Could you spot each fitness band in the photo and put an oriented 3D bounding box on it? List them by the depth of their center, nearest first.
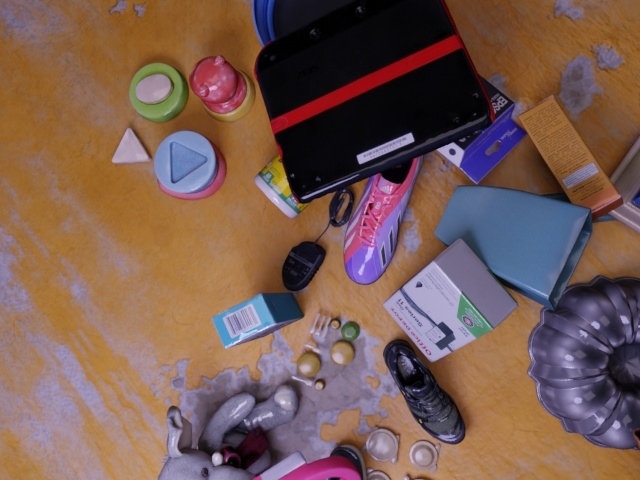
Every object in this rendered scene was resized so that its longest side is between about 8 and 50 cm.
[{"bbox_3d":[-0.062,0.467,0.951,0.291,0.208,0.054,-29,40,-12],"label":"fitness band"}]

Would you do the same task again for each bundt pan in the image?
[{"bbox_3d":[0.553,0.225,1.006,0.331,0.124,0.330,-1,86,9],"label":"bundt pan"}]

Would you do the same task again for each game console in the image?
[{"bbox_3d":[0.079,-0.283,1.036,0.387,0.060,0.341,-22,75,14],"label":"game console"}]

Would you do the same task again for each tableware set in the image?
[{"bbox_3d":[0.157,0.450,1.100,0.169,0.020,0.140,11,85,11],"label":"tableware set"},{"bbox_3d":[0.014,0.230,1.140,0.104,0.024,0.154,21,88,7],"label":"tableware set"}]

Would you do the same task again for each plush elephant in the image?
[{"bbox_3d":[-0.184,0.430,1.033,0.331,0.255,0.271,-7,84,8],"label":"plush elephant"}]

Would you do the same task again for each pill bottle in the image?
[{"bbox_3d":[-0.022,-0.154,1.127,0.208,0.117,0.117,-44,81,3],"label":"pill bottle"}]

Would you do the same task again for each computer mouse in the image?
[{"bbox_3d":[0.000,0.000,1.156,0.071,0.041,0.242,32,86,29],"label":"computer mouse"}]

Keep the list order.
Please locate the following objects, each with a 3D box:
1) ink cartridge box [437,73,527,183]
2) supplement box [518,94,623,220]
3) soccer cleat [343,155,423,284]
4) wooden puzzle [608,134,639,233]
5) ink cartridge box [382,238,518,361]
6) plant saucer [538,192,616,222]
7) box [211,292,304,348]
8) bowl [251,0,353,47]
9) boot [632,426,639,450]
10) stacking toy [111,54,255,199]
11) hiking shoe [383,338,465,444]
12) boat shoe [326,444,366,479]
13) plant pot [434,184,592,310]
[{"bbox_3d":[0.282,-0.235,1.075,0.208,0.045,0.206,43,58,9],"label":"ink cartridge box"},{"bbox_3d":[0.463,-0.152,1.042,0.080,0.078,0.233,-34,67,23],"label":"supplement box"},{"bbox_3d":[0.119,-0.067,1.098,0.109,0.116,0.317,21,89,10],"label":"soccer cleat"},{"bbox_3d":[0.744,-0.107,1.015,0.348,0.080,0.322,36,89,8],"label":"wooden puzzle"},{"bbox_3d":[0.226,0.116,1.017,0.087,0.208,0.153,-34,79,-32],"label":"ink cartridge box"},{"bbox_3d":[0.501,-0.065,1.091,0.192,0.018,0.067,-6,84,9],"label":"plant saucer"},{"bbox_3d":[-0.109,0.144,1.051,0.101,0.244,0.060,-26,81,6],"label":"box"},{"bbox_3d":[0.055,-0.487,1.164,0.392,0.077,0.390,-1,86,9],"label":"bowl"},{"bbox_3d":[0.678,0.386,0.935,0.264,0.096,0.280,-14,113,18],"label":"boot"},{"bbox_3d":[-0.312,-0.254,1.174,0.280,0.130,0.308,16,88,9],"label":"stacking toy"},{"bbox_3d":[0.192,0.295,1.058,0.086,0.114,0.226,-38,81,5],"label":"hiking shoe"},{"bbox_3d":[0.060,0.526,1.068,0.095,0.079,0.254,-9,83,25],"label":"boat shoe"},{"bbox_3d":[0.344,-0.003,1.027,0.234,0.166,0.165,25,89,29],"label":"plant pot"}]
